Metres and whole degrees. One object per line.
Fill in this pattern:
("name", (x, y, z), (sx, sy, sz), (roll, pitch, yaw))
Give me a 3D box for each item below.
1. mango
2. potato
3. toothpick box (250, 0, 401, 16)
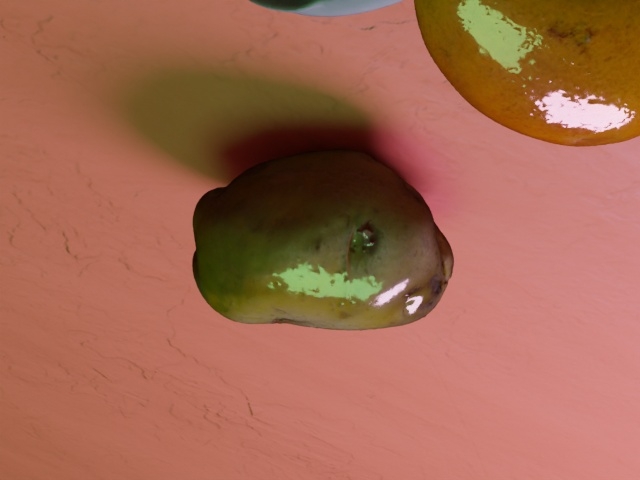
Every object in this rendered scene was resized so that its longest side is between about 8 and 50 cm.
("mango", (0.144, -0.132, 1.145), (0.217, 0.102, 0.141), (31, 139, -32))
("potato", (-0.001, 0.005, 1.391), (0.200, 0.137, 0.154), (4, 149, 12))
("toothpick box", (-0.037, -0.291, 0.811), (0.263, 0.263, 0.354), (-13, 140, 36))
